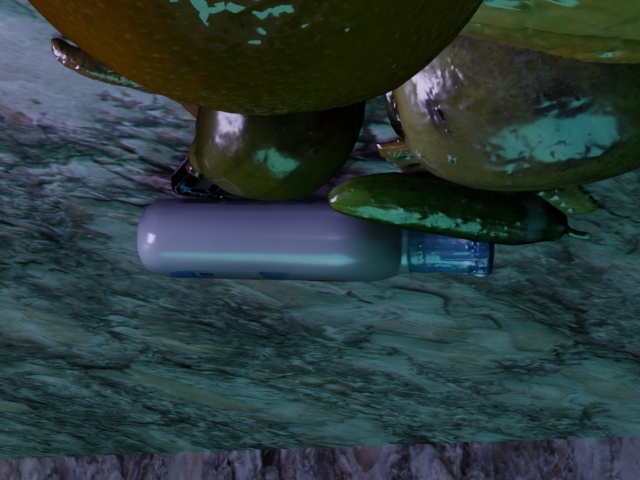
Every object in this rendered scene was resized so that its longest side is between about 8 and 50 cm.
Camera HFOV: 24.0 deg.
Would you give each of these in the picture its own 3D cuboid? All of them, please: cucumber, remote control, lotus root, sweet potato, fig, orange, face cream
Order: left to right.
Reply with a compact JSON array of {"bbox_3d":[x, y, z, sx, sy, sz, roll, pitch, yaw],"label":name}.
[{"bbox_3d":[-0.109,-0.120,1.187,0.214,0.050,0.050,18,158,-29],"label":"sweet potato"},{"bbox_3d":[-0.084,-0.076,1.348,0.059,0.028,0.212,11,162,-17],"label":"remote control"},{"bbox_3d":[-0.022,-0.178,0.623,0.264,0.264,0.264,3,163,1],"label":"orange"},{"bbox_3d":[-0.034,-0.090,1.129,0.126,0.133,0.185,-9,171,-11],"label":"fig"},{"bbox_3d":[0.000,0.000,1.469,0.336,0.080,0.163,1,180,9],"label":"face cream"},{"bbox_3d":[0.130,-0.030,1.370,0.250,0.056,0.056,7,163,-13],"label":"cucumber"},{"bbox_3d":[0.176,-0.111,1.005,0.278,0.154,0.154,-10,159,23],"label":"lotus root"}]

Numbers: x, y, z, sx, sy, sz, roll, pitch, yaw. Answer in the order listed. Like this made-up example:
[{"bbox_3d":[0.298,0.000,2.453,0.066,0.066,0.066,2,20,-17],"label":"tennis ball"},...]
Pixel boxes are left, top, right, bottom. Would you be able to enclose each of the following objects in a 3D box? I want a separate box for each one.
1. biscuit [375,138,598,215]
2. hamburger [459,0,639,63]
[{"bbox_3d":[0.159,-0.056,1.399,0.139,0.016,0.231,-7,161,26],"label":"biscuit"},{"bbox_3d":[0.187,-0.182,0.725,0.209,0.162,0.330,11,157,-37],"label":"hamburger"}]
